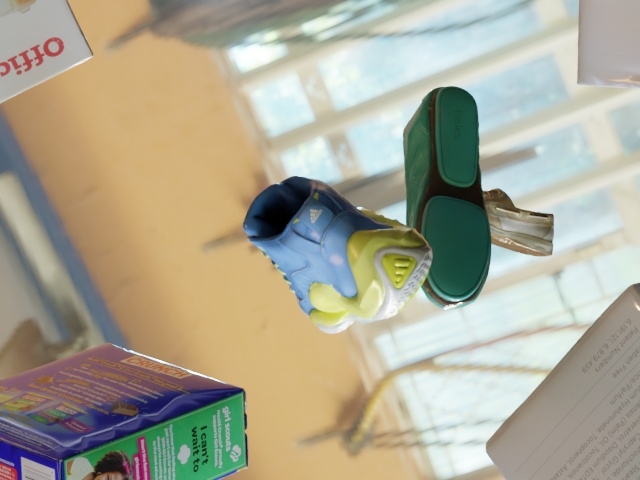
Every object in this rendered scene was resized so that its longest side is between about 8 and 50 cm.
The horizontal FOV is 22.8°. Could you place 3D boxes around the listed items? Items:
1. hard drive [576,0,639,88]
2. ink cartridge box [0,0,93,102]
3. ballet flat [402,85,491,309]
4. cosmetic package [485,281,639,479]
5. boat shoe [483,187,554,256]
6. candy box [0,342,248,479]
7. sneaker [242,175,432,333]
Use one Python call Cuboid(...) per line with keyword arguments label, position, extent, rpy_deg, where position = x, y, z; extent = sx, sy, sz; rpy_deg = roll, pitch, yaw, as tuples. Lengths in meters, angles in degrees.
Cuboid(label="hard drive", position=(0.336, -0.295, 1.438), extent=(0.040, 0.210, 0.318), rpy_deg=(-13, -73, -52))
Cuboid(label="ink cartridge box", position=(-0.484, -0.338, 1.928), extent=(0.384, 0.279, 0.160), rpy_deg=(65, 171, -20))
Cuboid(label="ballet flat", position=(0.116, -0.030, 1.531), extent=(0.083, 0.087, 0.247), rpy_deg=(14, -121, -19))
Cuboid(label="cosmetic package", position=(0.488, 0.281, 1.938), extent=(0.329, 0.327, 0.393), rpy_deg=(-6, -129, -46))
Cuboid(label="boat shoe", position=(0.191, -0.030, 1.772), extent=(0.170, 0.063, 0.059), rpy_deg=(19, -100, -31))
Cuboid(label="candy box", position=(-0.293, 0.248, 2.013), extent=(0.317, 0.268, 0.122), rpy_deg=(-19, -66, -47))
Cuboid(label="sneaker", position=(0.000, 0.000, 1.194), extent=(0.126, 0.091, 0.240), rpy_deg=(37, 165, -8))
